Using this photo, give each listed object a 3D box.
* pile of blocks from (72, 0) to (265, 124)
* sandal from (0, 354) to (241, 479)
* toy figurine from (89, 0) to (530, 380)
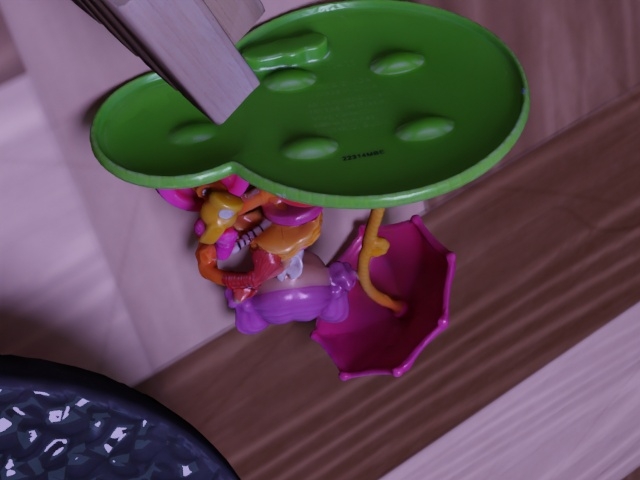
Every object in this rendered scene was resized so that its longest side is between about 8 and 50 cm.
[{"bbox_3d":[-0.100,-0.181,0.259,0.112,0.149,0.362,-48,134,-3],"label":"pile of blocks"},{"bbox_3d":[-0.230,0.095,0.377,0.445,0.107,0.168,5,115,-25],"label":"sandal"},{"bbox_3d":[0.000,0.000,0.486,0.173,0.130,0.159,-11,135,-6],"label":"toy figurine"}]
